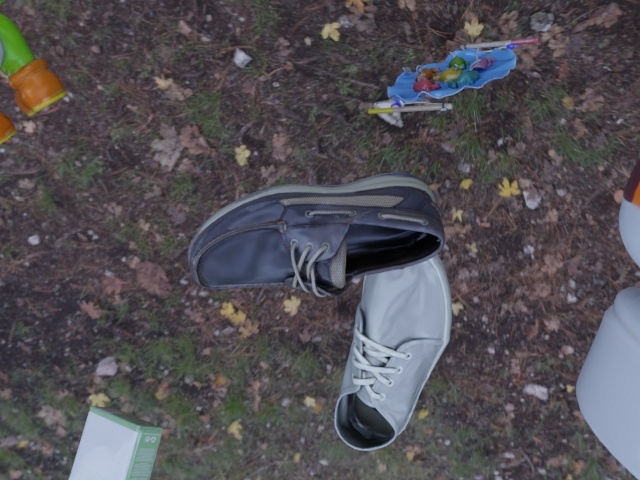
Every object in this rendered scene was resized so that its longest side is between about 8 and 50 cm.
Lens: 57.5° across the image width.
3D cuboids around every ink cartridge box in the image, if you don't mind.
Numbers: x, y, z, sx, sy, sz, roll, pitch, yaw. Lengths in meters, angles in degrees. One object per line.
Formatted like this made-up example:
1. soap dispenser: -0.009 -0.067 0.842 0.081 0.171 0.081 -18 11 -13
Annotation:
1. ink cartridge box: -0.364 0.413 0.981 0.171 0.056 0.235 0 73 43

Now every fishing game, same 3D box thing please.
1. fishing game: 0.185 -0.247 0.837 0.189 0.264 0.041 14 132 48

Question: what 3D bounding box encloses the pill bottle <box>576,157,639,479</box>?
1. pill bottle: 0.280 -0.056 0.254 0.224 0.224 0.392 18 108 8

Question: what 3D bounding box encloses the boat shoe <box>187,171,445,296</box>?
1. boat shoe: 0.000 0.000 0.777 0.356 0.130 0.132 -16 127 -6

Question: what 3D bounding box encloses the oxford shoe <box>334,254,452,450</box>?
1. oxford shoe: 0.116 0.200 1.015 0.169 0.130 0.449 26 123 27

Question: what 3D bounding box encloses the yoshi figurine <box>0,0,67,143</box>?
1. yoshi figurine: -0.510 -0.288 0.725 0.203 0.203 0.362 -27 119 12
